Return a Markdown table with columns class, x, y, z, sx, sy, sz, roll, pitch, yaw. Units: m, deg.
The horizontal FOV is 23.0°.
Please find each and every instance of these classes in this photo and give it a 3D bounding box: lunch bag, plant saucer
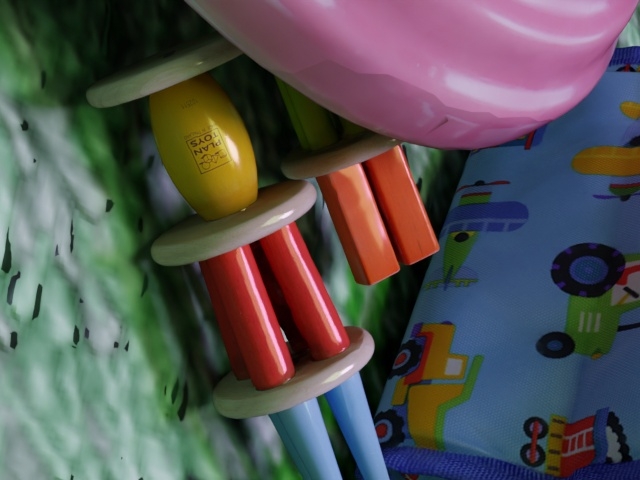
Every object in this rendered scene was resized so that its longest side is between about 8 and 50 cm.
| class | x | y | z | sx | sy | sz | roll | pitch | yaw |
| --- | --- | --- | --- | --- | --- | --- | --- | --- | --- |
| lunch bag | 0.147 | 0.098 | 0.630 | 0.293 | 0.138 | 0.221 | 65 | 35 | -38 |
| plant saucer | 0.016 | -0.194 | 0.493 | 0.332 | 0.084 | 0.332 | 33 | 45 | -39 |

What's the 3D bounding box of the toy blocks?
| class | x | y | z | sx | sy | sz | roll | pitch | yaw |
| --- | --- | --- | --- | --- | --- | --- | --- | --- | --- |
| toy blocks | 0.000 | 0.000 | 0.494 | 0.123 | 0.054 | 0.148 | -37 | 110 | -51 |
